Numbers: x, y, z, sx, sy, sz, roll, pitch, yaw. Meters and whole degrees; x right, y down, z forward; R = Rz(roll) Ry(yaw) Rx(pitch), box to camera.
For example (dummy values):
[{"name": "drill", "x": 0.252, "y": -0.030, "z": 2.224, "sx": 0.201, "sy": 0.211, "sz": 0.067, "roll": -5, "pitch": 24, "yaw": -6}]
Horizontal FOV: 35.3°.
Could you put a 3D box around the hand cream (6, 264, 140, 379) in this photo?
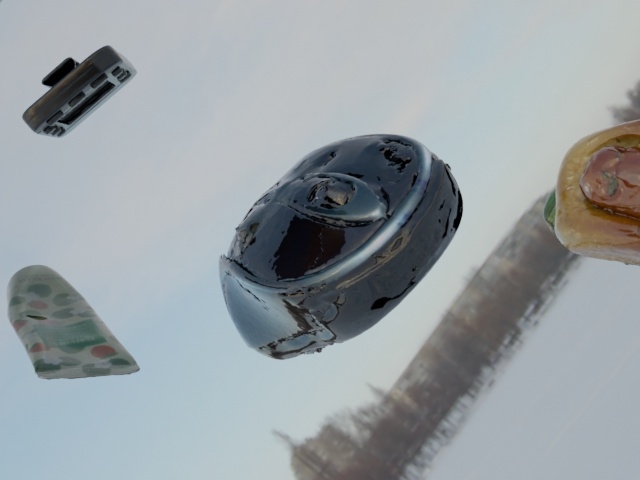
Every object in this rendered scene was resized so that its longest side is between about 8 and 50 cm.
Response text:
[{"name": "hand cream", "x": -0.160, "y": 0.050, "z": 0.613, "sx": 0.057, "sy": 0.165, "sz": 0.037, "roll": -1, "pitch": -74, "yaw": -28}]

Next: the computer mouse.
[{"name": "computer mouse", "x": 0.000, "y": 0.000, "z": 0.642, "sx": 0.137, "sy": 0.096, "sz": 0.233, "roll": -55, "pitch": 9, "yaw": -22}]

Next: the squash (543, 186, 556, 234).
[{"name": "squash", "x": 0.373, "y": -0.084, "z": 1.312, "sx": 0.219, "sy": 0.068, "sz": 0.077, "roll": -38, "pitch": -26, "yaw": -23}]

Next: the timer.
[{"name": "timer", "x": -0.314, "y": -0.197, "z": 1.313, "sx": 0.144, "sy": 0.055, "sz": 0.187, "roll": -40, "pitch": 5, "yaw": 0}]

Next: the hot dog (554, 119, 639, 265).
[{"name": "hot dog", "x": 0.361, "y": -0.038, "z": 0.952, "sx": 0.153, "sy": 0.256, "sz": 0.150, "roll": 100, "pitch": -179, "yaw": -76}]
